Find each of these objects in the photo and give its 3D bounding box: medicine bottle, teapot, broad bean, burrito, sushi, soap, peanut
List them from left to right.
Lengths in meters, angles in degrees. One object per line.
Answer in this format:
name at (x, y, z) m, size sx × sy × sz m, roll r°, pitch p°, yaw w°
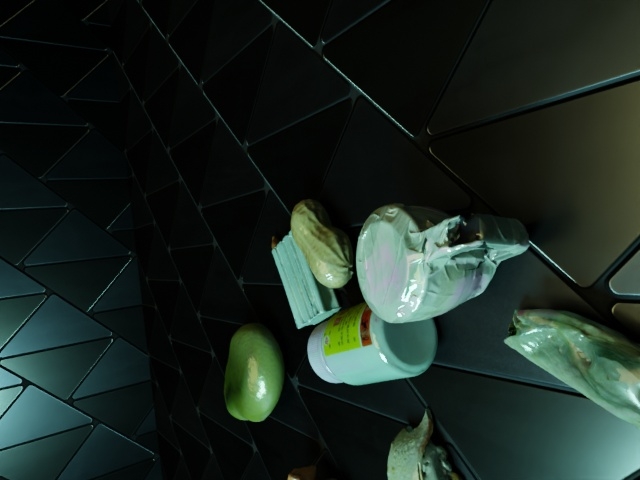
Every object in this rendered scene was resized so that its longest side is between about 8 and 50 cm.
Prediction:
broad bean at (-0.180, 0.358, 1.251) m, size 0.238 × 0.119 × 0.291 m, roll 51°, pitch 132°, yaw 49°
soap at (-0.033, 0.082, 1.044) m, size 0.114 × 0.063 × 0.198 m, roll -40°, pitch 63°, yaw 48°
peanut at (0.000, 0.000, 0.962) m, size 0.098 × 0.090 × 0.214 m, roll -56°, pitch 52°, yaw 33°
medicine bottle at (0.084, 0.180, 0.831) m, size 0.225 × 0.139 × 0.139 m, roll -33°, pitch 69°, yaw 52°
sushi at (0.169, 0.430, 0.779) m, size 0.134 × 0.109 × 0.273 m, roll -10°, pitch 87°, yaw 54°
teapot at (0.167, 0.010, 0.665) m, size 0.163 × 0.178 × 0.221 m, roll 63°, pitch 142°, yaw 36°
burrito at (0.343, 0.153, 0.529) m, size 0.309 × 0.066 × 0.096 m, roll 31°, pitch 123°, yaw 51°

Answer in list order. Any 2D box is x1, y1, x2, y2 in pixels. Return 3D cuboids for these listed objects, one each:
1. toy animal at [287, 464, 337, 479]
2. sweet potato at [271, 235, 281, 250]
toy animal at (0.002, 0.652, 1.019) m, size 0.169 × 0.195 × 0.281 m, roll -6°, pitch 86°, yaw 15°
sweet potato at (-0.098, 0.026, 1.151) m, size 0.095 × 0.034 × 0.034 m, roll 55°, pitch 136°, yaw 38°
